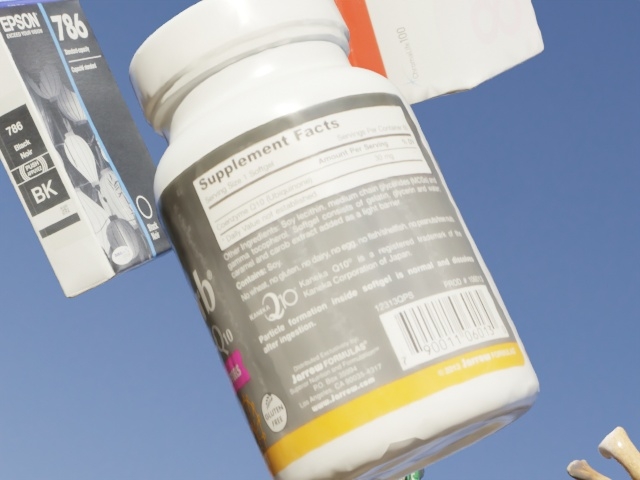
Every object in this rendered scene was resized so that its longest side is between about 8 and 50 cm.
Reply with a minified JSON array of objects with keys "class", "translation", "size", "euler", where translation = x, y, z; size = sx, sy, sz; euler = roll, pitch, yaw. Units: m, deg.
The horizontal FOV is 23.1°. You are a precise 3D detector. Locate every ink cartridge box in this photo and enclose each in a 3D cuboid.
[{"class":"ink cartridge box","translation":[-0.245,-0.121,1.452],"size":[0.065,0.165,0.332],"euler":[-26,-87,24]},{"class":"ink cartridge box","translation":[0.052,-0.188,1.133],"size":[0.066,0.232,0.189],"euler":[-4,-71,45]}]

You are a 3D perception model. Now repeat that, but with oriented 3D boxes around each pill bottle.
[{"class":"pill bottle","translation":[0.000,0.000,0.905],"size":[0.278,0.162,0.162],"euler":[66,-29,14]}]

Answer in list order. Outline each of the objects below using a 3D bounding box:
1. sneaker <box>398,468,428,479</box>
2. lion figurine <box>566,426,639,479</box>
[{"class":"sneaker","translation":[0.036,0.245,1.646],"size":[0.134,0.146,0.343],"euler":[-14,-80,51]},{"class":"lion figurine","translation":[0.310,0.335,1.453],"size":[0.240,0.142,0.392],"euler":[50,-4,25]}]
